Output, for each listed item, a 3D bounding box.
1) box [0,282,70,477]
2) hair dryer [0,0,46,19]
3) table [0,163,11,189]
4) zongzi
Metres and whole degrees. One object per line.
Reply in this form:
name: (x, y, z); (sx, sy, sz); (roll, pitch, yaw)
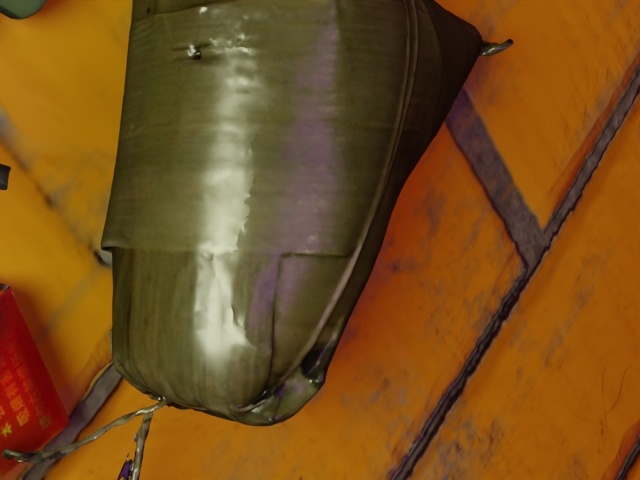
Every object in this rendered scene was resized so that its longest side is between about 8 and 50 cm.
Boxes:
box: (-0.246, 0.113, 0.816); (0.175, 0.048, 0.112); (-39, 124, -35)
hair dryer: (-0.220, -0.120, 0.805); (0.071, 0.047, 0.150); (31, 82, -46)
table: (-0.288, -0.013, 0.489); (0.317, 0.249, 0.317); (17, 90, -85)
zongzi: (0.000, 0.000, 0.953); (0.418, 0.181, 0.447); (13, 83, -54)
